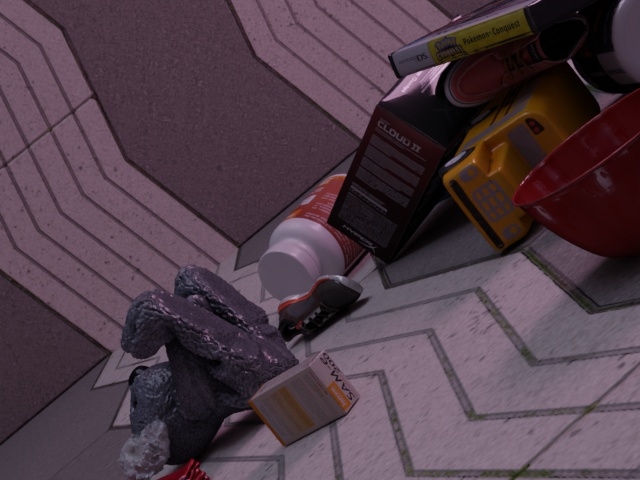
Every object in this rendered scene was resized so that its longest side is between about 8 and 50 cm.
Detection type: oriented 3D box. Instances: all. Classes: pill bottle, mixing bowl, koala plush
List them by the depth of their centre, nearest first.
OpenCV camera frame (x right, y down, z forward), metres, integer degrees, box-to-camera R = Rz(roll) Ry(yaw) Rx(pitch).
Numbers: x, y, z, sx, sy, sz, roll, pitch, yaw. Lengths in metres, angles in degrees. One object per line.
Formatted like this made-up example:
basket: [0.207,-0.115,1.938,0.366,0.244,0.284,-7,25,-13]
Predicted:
mixing bowl: [0.262,-0.049,1.208,0.181,0.098,0.181,-37,7,5]
koala plush: [-0.154,0.181,1.697,0.221,0.203,0.196,-58,-9,19]
pill bottle: [0.375,-0.241,1.711,0.130,0.130,0.246,-39,7,-2]
pill bottle: [0.000,0.000,2.105,0.121,0.121,0.216,-32,10,42]

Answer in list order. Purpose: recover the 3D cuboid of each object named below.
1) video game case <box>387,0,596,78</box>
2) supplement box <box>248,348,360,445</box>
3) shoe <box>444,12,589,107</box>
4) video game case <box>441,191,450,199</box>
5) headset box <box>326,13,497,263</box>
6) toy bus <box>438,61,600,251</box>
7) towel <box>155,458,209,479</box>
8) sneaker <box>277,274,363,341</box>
video game case: [0.252,-0.279,1.689,0.275,0.035,0.248,-31,11,-33]
supplement box: [-0.017,0.160,1.445,0.098,0.062,0.036,-32,8,38]
shoe: [0.231,-0.216,1.677,0.178,0.063,0.081,-30,7,-12]
video game case: [0.228,-0.109,2.076,0.119,0.015,0.166,-45,10,-36]
headset box: [0.139,-0.141,1.885,0.218,0.110,0.293,-50,-10,-35]
toy bus: [0.238,-0.105,1.647,0.130,0.108,0.332,-34,8,24]
towel: [-0.249,0.352,1.540,0.199,0.031,0.275,-33,10,45]
sneaker: [-0.001,0.096,1.862,0.158,0.061,0.065,-32,37,48]
